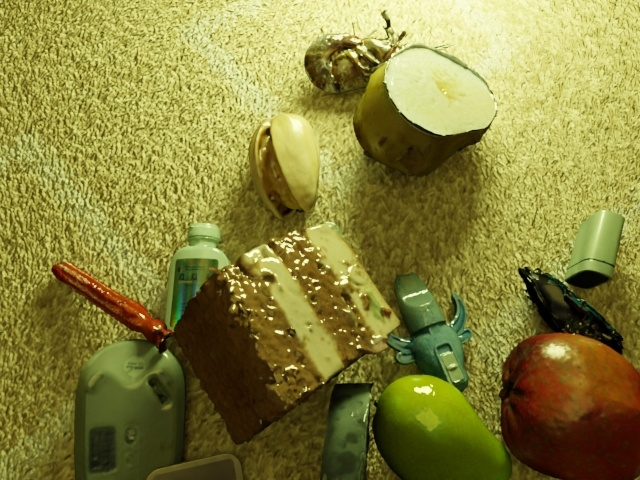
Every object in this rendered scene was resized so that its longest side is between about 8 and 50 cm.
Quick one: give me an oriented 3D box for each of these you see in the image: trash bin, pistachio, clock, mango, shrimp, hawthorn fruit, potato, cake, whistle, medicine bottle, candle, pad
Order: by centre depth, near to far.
[{"bbox_3d":[0.043,0.392,0.875,0.067,0.325,0.325,4,74,7],"label":"clock"},{"bbox_3d":[0.466,0.294,0.936,0.300,0.254,0.254,13,75,1],"label":"hawthorn fruit"},{"bbox_3d":[-0.063,0.158,0.943,0.290,0.282,0.255,-19,71,-40],"label":"cake"},{"bbox_3d":[0.206,0.361,0.959,0.185,0.149,0.273,-36,101,14],"label":"mango"},{"bbox_3d":[-0.212,0.531,0.973,0.176,0.002,0.266,-9,82,-12],"label":"pad"},{"bbox_3d":[0.214,0.188,1.057,0.180,0.093,0.269,-16,68,-10],"label":"whistle"},{"bbox_3d":[-0.413,0.121,1.074,0.329,0.051,0.048,27,101,23],"label":"candle"},{"bbox_3d":[0.543,0.021,1.076,0.059,0.116,0.130,20,74,5],"label":"trash bin"},{"bbox_3d":[-0.242,0.081,1.096,0.121,0.083,0.229,0,73,5],"label":"medicine bottle"},{"bbox_3d":[-0.070,-0.158,1.137,0.157,0.157,0.229,-9,80,-1],"label":"pistachio"},{"bbox_3d":[0.203,-0.259,1.141,0.300,0.196,0.246,-20,75,-34],"label":"potato"},{"bbox_3d":[0.132,-0.421,1.216,0.343,0.116,0.145,-10,88,-2],"label":"shrimp"}]

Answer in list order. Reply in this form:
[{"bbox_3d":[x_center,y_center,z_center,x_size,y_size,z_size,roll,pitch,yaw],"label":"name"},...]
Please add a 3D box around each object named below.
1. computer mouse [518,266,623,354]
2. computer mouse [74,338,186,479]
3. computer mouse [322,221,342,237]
[{"bbox_3d":[0.470,0.140,1.040,0.242,0.146,0.077,45,96,15],"label":"computer mouse"},{"bbox_3d":[-0.355,0.352,1.015,0.197,0.095,0.330,3,84,-11],"label":"computer mouse"},{"bbox_3d":[0.000,0.000,1.139,0.110,0.032,0.056,-40,78,-9],"label":"computer mouse"}]
